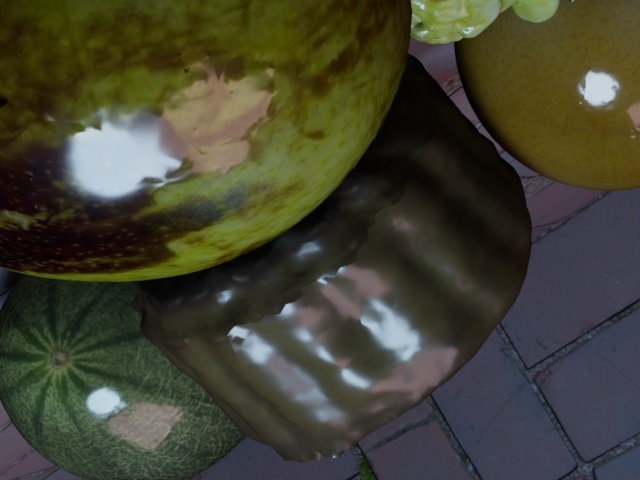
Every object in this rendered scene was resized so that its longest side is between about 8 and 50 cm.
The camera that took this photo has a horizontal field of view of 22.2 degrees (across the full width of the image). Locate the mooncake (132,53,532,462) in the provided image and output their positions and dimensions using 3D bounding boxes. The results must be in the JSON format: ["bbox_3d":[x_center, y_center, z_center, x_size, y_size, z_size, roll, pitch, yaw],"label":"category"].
[{"bbox_3d":[0.002,0.000,1.304,0.324,0.187,0.324,-32,-150,21],"label":"mooncake"}]

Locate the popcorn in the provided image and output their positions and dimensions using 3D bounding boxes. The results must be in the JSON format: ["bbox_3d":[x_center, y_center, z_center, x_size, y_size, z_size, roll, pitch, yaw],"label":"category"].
[{"bbox_3d":[0.086,-0.197,1.108,0.135,0.162,0.141,-60,-150,-4],"label":"popcorn"}]

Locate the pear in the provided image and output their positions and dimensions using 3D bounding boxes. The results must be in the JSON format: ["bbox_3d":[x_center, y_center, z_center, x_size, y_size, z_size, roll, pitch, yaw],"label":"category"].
[{"bbox_3d":[-0.097,-0.108,0.727,0.283,0.284,0.283,-29,168,-7],"label":"pear"}]

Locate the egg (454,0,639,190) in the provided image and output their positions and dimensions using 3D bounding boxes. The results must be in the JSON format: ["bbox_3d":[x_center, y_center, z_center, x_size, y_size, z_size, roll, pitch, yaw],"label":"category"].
[{"bbox_3d":[0.234,-0.163,1.309,0.250,0.250,0.322,-32,172,8],"label":"egg"}]

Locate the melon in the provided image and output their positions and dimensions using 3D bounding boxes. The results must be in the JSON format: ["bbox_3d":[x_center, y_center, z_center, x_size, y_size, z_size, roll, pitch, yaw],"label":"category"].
[{"bbox_3d":[-0.172,0.110,1.504,0.237,0.237,0.301,-33,164,15],"label":"melon"}]
